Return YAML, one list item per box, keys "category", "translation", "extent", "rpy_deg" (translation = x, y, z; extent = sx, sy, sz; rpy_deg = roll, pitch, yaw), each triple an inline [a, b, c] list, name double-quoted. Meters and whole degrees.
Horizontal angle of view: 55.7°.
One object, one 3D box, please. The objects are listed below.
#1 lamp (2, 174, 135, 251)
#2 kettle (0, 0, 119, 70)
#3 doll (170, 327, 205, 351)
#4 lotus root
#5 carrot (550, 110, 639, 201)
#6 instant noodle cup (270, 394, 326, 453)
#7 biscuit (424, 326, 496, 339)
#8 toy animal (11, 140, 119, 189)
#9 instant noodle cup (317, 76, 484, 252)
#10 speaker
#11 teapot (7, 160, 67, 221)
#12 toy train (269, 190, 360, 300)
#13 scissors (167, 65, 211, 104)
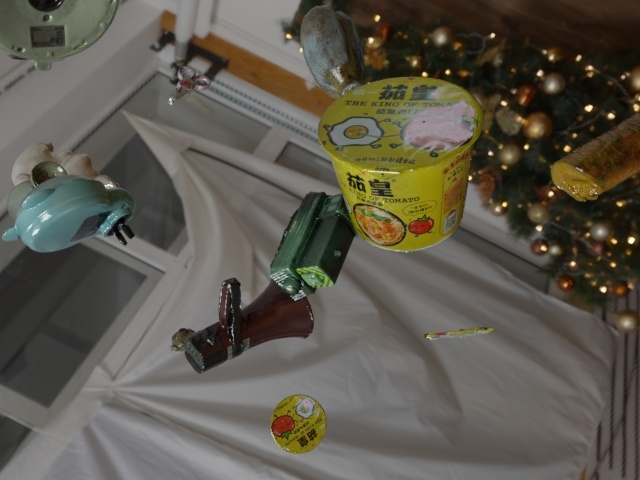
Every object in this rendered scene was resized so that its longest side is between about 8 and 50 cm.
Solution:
- category: "lamp"
  translation: [-0.552, -0.062, 1.372]
  extent: [0.284, 0.147, 0.209]
  rpy_deg: [6, -35, -46]
- category: "kettle"
  translation: [-0.573, -0.509, 1.147]
  extent: [0.250, 0.377, 0.361]
  rpy_deg: [-20, -31, -31]
- category: "doll"
  translation: [-0.435, 0.363, 2.279]
  extent: [0.285, 0.091, 0.202]
  rpy_deg: [1, 28, 43]
- category: "lotus root"
  translation: [0.037, -0.465, 1.576]
  extent: [0.140, 0.158, 0.322]
  rpy_deg: [-31, 62, 37]
- category: "carrot"
  translation: [0.607, -0.181, 1.183]
  extent: [0.301, 0.114, 0.114]
  rpy_deg: [-30, -4, -6]
- category: "instant noodle cup"
  translation: [-0.081, 0.596, 1.988]
  extent: [0.182, 0.182, 0.144]
  rpy_deg: [-63, 3, -15]
- category: "biscuit"
  translation: [0.407, 0.277, 1.798]
  extent: [0.292, 0.048, 0.026]
  rpy_deg: [154, 114, -62]
- category: "toy animal"
  translation: [-0.928, -0.208, 2.230]
  extent: [0.241, 0.367, 0.196]
  rpy_deg: [-86, 17, -56]
- category: "instant noodle cup"
  translation: [0.170, -0.149, 1.258]
  extent: [0.254, 0.325, 0.326]
  rpy_deg: [78, -151, -43]
- category: "speaker"
  translation: [-0.176, 0.212, 1.581]
  extent: [0.329, 0.198, 0.259]
  rpy_deg: [-22, -17, -40]
- category: "teapot"
  translation: [-0.900, -0.147, 1.956]
  extent: [0.251, 0.183, 0.183]
  rpy_deg: [-38, 19, 48]
- category: "toy train"
  translation: [0.000, 0.000, 1.603]
  extent: [0.178, 0.138, 0.330]
  rpy_deg: [-10, 44, 40]
- category: "scissors"
  translation: [-0.459, -0.520, 2.057]
  extent: [0.030, 0.118, 0.242]
  rpy_deg: [-56, 10, 37]
